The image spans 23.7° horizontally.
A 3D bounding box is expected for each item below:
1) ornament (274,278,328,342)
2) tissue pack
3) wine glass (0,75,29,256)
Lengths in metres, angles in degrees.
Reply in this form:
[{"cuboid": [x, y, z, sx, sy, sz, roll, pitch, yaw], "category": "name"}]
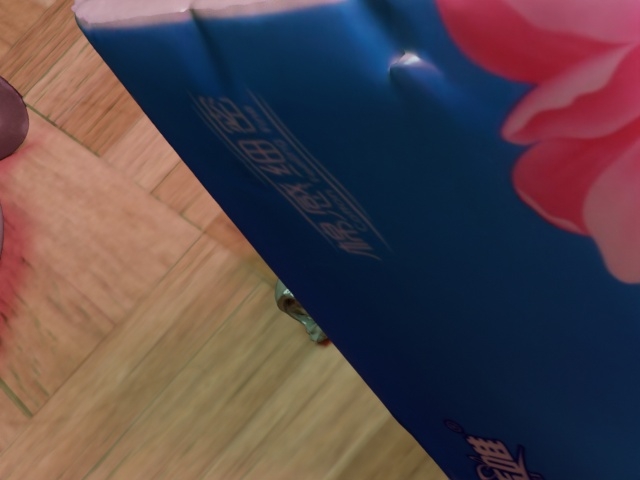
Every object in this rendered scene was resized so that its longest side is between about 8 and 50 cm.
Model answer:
[{"cuboid": [0.000, -0.003, 0.731, 0.068, 0.041, 0.092, 22, 56, 26], "category": "ornament"}, {"cuboid": [0.072, -0.019, 0.496, 0.209, 0.270, 0.137, 1, 53, 40], "category": "tissue pack"}, {"cuboid": [-0.231, -0.008, 0.897, 0.093, 0.093, 0.202, -21, 42, 25], "category": "wine glass"}]
